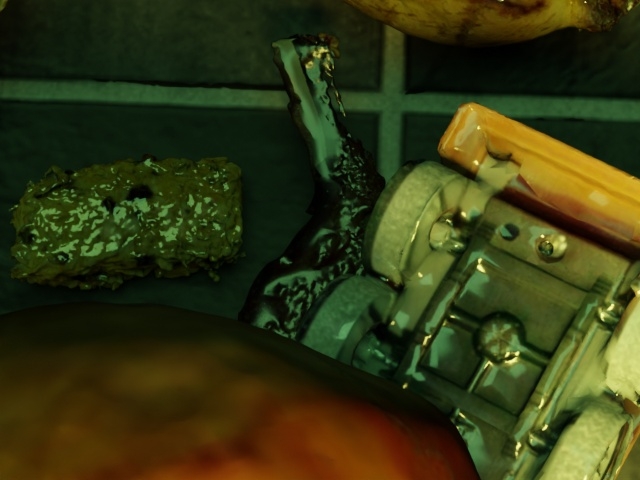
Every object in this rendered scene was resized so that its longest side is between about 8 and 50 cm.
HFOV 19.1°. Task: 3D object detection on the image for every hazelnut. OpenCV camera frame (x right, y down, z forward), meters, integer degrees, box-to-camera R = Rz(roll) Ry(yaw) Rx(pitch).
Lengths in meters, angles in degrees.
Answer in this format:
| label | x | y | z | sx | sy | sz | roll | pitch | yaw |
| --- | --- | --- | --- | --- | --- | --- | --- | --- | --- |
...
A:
| label | x | y | z | sx | sy | sz | roll | pitch | yaw |
| --- | --- | --- | --- | --- | --- | --- | --- | --- | --- |
| hazelnut | -0.093 | 0.201 | 0.749 | 0.366 | 0.366 | 0.365 | 0 | 72 | 1 |

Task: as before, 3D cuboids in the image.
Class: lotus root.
| label | x | y | z | sx | sy | sz | roll | pitch | yaw |
| --- | --- | --- | --- | --- | --- | --- | --- | --- | --- |
| lotus root | 0.074 | -0.195 | 1.156 | 0.260 | 0.128 | 0.145 | 27 | 65 | 9 |

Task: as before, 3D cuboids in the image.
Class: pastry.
| label | x | y | z | sx | sy | sz | roll | pitch | yaw |
| --- | --- | --- | --- | --- | --- | --- | --- | --- | --- |
| pastry | -0.115 | -0.012 | 1.137 | 0.140 | 0.056 | 0.080 | 0 | 76 | -10 |

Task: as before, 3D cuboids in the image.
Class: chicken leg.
| label | x | y | z | sx | sy | sz | roll | pitch | yaw |
| --- | --- | --- | --- | --- | --- | --- | --- | --- | --- |
| chicken leg | 0.000 | 0.000 | 1.119 | 0.106 | 0.051 | 0.253 | 9 | 76 | -13 |

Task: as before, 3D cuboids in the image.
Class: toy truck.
| label | x | y | z | sx | sy | sz | roll | pitch | yaw |
| --- | --- | --- | --- | --- | --- | --- | --- | --- | --- |
| toy truck | 0.062 | 0.146 | 1.002 | 0.173 | 0.207 | 0.387 | 27 | 81 | 21 |

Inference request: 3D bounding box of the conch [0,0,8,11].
| label | x | y | z | sx | sy | sz | roll | pitch | yaw |
| --- | --- | --- | --- | --- | --- | --- | --- | --- | --- |
| conch | -0.262 | -0.181 | 1.160 | 0.172 | 0.131 | 0.200 | -32 | 42 | 18 |
